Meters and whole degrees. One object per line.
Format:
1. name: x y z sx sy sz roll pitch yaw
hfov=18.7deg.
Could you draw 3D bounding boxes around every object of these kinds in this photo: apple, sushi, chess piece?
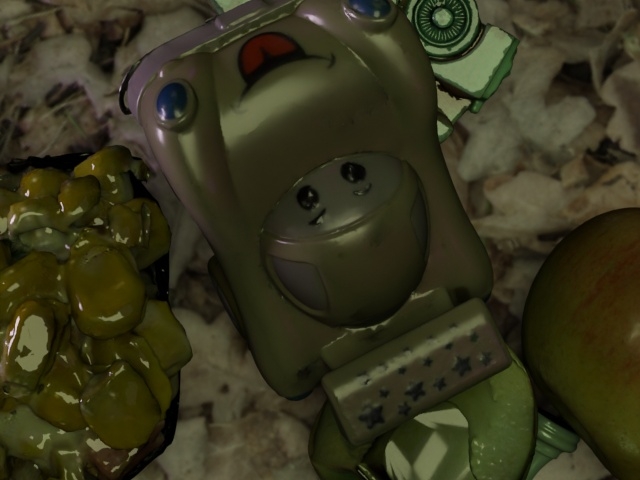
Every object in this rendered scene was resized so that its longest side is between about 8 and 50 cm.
1. apple: 0.100 0.180 1.766 0.207 0.174 0.188 23 61 37
2. sushi: -0.274 0.081 1.684 0.328 0.285 0.328 1 88 -3
3. chess piece: 0.194 0.211 1.829 0.067 0.067 0.103 30 95 -3
4. apple: 0.295 0.098 1.751 0.194 0.261 0.261 -37 91 -2

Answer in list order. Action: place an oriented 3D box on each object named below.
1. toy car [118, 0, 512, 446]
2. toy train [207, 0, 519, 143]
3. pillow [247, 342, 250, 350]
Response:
1. toy car: 0.008 -0.026 1.637 0.242 0.226 0.336 -26 125 -7
2. toy train: 0.022 -0.213 1.799 0.326 0.129 0.159 30 92 -3
3. pillow: 0.000 0.000 1.825 0.141 0.055 0.208 -1 87 4
